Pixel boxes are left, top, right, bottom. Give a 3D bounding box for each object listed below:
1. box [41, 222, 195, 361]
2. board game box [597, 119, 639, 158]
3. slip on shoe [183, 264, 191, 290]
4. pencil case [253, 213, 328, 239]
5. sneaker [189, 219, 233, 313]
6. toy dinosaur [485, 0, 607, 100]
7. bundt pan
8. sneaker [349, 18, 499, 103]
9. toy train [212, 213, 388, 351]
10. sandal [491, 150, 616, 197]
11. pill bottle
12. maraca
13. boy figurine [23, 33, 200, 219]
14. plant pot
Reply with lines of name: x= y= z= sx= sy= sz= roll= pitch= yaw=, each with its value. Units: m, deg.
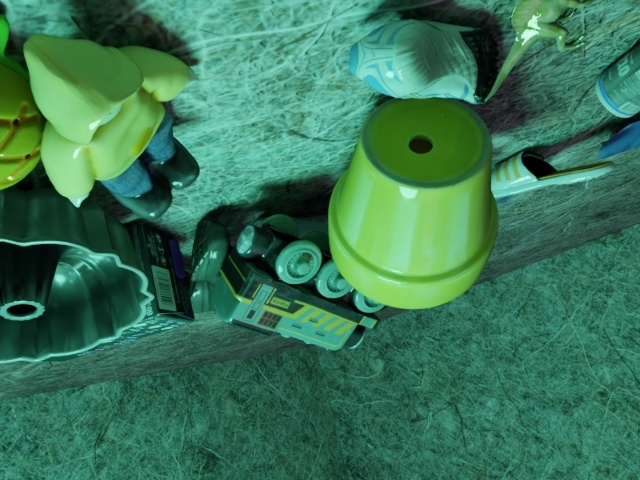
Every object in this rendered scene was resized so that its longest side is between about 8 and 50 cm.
box: x=-0.379 y=0.095 z=0.987 sx=0.271 sy=0.165 sz=0.143 roll=-18 pitch=165 yaw=8
board game box: x=0.600 y=-0.215 z=1.088 sx=0.169 sy=0.033 sz=0.133 roll=-20 pitch=160 yaw=0
slip on shoe: x=-0.313 y=0.106 z=1.216 sx=0.123 sy=0.101 sz=0.331 roll=-15 pitch=166 yaw=-5
pencil case: x=0.000 y=0.000 z=1.121 sx=0.273 sy=0.113 sz=0.124 roll=-5 pitch=135 yaw=-30
sneaker: x=-0.175 y=0.053 z=1.062 sx=0.130 sy=0.109 sz=0.286 roll=6 pitch=153 yaw=-9
toy dinosaur: x=0.243 y=-0.238 z=0.625 sx=0.093 sy=0.053 sz=0.183 roll=-3 pitch=143 yaw=-22
bundt pan: x=-0.400 y=0.043 z=0.776 sx=0.331 sy=0.124 sz=0.330 roll=-12 pitch=148 yaw=-8
sneaker: x=0.126 y=-0.197 z=0.639 sx=0.086 sy=0.085 sz=0.237 roll=19 pitch=-162 yaw=40
toy train: x=-0.023 y=0.086 z=0.993 sx=0.334 sy=0.142 sz=0.190 roll=25 pitch=104 yaw=-37
sandal: x=0.413 y=-0.137 z=1.089 sx=0.265 sy=0.076 sz=0.102 roll=-11 pitch=-174 yaw=44
pill bottle: x=0.455 y=-0.235 z=0.787 sx=0.078 sy=0.078 sz=0.137 roll=-8 pitch=163 yaw=-23
maraca: x=-0.296 y=-0.112 z=0.478 sx=0.127 sy=0.099 sz=0.185 roll=-28 pitch=150 yaw=-27
boy figurine: x=-0.182 y=-0.110 z=0.541 sx=0.177 sy=0.092 sz=0.285 roll=-48 pitch=177 yaw=-12
plant pot: x=0.133 y=-0.066 z=0.813 sx=0.254 sy=0.254 sz=0.239 roll=-14 pitch=148 yaw=-5
